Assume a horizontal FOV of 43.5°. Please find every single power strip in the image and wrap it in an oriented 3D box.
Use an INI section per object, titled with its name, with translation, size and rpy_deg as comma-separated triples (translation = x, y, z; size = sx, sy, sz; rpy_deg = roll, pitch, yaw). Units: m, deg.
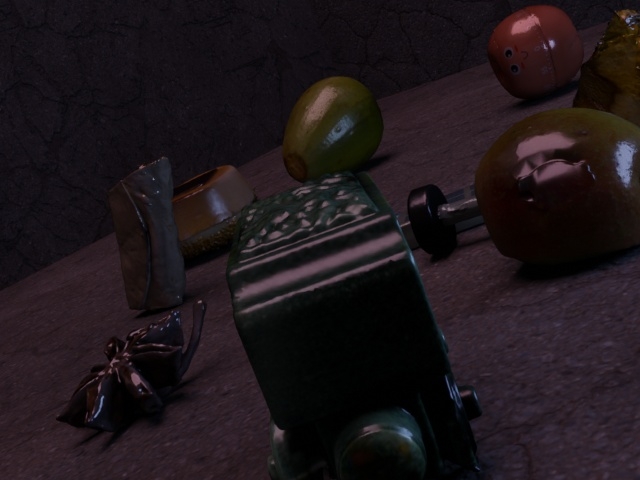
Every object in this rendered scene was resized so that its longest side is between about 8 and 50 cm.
[power strip]
translation = 0.182, -0.036, 1.265
size = 0.271, 0.046, 0.118
rpy_deg = -21, 12, 13

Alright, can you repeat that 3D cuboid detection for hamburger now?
[hamburger]
translation = -0.282, -0.057, 1.933
size = 0.302, 0.170, 0.302
rpy_deg = -25, 15, 7

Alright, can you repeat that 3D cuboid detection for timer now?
[timer]
translation = 0.548, -0.481, 2.056
size = 0.215, 0.229, 0.229
rpy_deg = -27, 11, 11

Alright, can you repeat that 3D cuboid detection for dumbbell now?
[dumbbell]
translation = 0.225, -0.050, 1.116
size = 0.191, 0.100, 0.100
rpy_deg = -16, 14, 26

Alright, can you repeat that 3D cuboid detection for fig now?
[fig]
translation = 0.018, -0.283, 2.166
size = 0.258, 0.258, 0.326
rpy_deg = -7, 37, 53

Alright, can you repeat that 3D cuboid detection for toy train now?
[toy train]
translation = 0.016, 0.075, 0.640
size = 0.167, 0.238, 0.299
rpy_deg = -20, 13, 1

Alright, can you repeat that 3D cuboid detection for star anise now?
[star anise]
translation = -0.236, 0.171, 1.046
size = 0.231, 0.089, 0.209
rpy_deg = -30, 25, -4

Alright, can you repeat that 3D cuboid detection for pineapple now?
[pineapple]
translation = 0.525, -0.248, 1.309
size = 0.140, 0.249, 0.164
rpy_deg = -24, 42, -35

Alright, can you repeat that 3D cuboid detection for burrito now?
[burrito]
translation = -0.326, -0.014, 1.534
size = 0.143, 0.299, 0.105
rpy_deg = 7, 20, 40

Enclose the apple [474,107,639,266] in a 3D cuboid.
[apple]
translation = 0.289, -0.065, 0.930
size = 0.188, 0.173, 0.207
rpy_deg = -17, 29, 40
